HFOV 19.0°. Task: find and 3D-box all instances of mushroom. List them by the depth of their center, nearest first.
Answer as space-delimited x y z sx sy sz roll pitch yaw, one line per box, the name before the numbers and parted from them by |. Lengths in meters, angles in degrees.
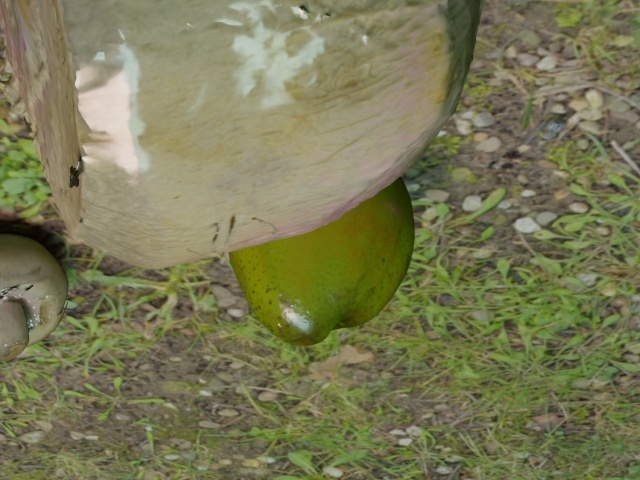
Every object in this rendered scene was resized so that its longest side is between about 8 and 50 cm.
mushroom | -0.340 0.066 2.042 0.154 0.122 0.154 -15 148 -10

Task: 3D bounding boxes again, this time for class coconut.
coconut | -0.044 -0.199 1.331 0.405 0.404 0.404 1 144 1

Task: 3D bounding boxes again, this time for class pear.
pear | 0.000 0.000 1.872 0.187 0.219 0.187 -1 147 0

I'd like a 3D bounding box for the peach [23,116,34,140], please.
peach | -0.107 -0.137 1.653 0.292 0.292 0.247 -7 109 11
